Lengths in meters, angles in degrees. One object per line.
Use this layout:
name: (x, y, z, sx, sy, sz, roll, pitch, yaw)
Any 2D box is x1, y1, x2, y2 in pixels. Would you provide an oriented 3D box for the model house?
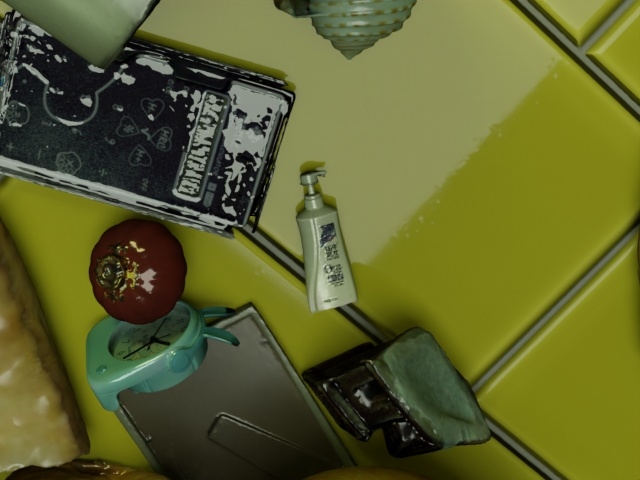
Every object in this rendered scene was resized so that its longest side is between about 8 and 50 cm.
model house: (0.063, 0.165, 1.154, 0.152, 0.106, 0.165, -23, 109, 40)

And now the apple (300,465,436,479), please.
apple: (0.039, 0.402, 1.118, 0.400, 0.333, 0.400, -17, 129, -23)

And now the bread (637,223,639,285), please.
bread: (0.446, 0.024, 1.080, 0.278, 0.167, 0.324, -2, 108, -1)

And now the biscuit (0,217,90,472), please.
biscuit: (-0.491, 0.067, 1.107, 0.429, 0.104, 0.446, -15, 112, 3)

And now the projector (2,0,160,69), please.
projector: (-0.190, -0.311, 0.903, 0.249, 0.248, 0.248, 35, 105, -12)

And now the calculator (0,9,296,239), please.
calculator: (-0.173, -0.107, 1.092, 0.274, 0.028, 0.165, 15, 108, -7)

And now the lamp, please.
lamp: (-0.173, 0.029, 1.108, 0.101, 0.090, 0.101, 1, 92, 33)

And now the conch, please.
conch: (0.020, -0.236, 1.014, 0.135, 0.102, 0.153, 2, 77, 9)

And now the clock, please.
clock: (-0.151, 0.099, 1.126, 0.147, 0.108, 0.045, -20, 123, 1)

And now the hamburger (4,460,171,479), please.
hamburger: (-0.228, 0.291, 1.143, 0.214, 0.213, 0.108, 5, 108, -3)

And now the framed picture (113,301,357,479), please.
framed picture: (-0.086, 0.208, 1.207, 0.189, 0.023, 0.260, -28, 108, 8)

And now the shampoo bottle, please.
shampoo bottle: (0.000, 0.000, 1.132, 0.049, 0.034, 0.141, -9, 108, 8)
